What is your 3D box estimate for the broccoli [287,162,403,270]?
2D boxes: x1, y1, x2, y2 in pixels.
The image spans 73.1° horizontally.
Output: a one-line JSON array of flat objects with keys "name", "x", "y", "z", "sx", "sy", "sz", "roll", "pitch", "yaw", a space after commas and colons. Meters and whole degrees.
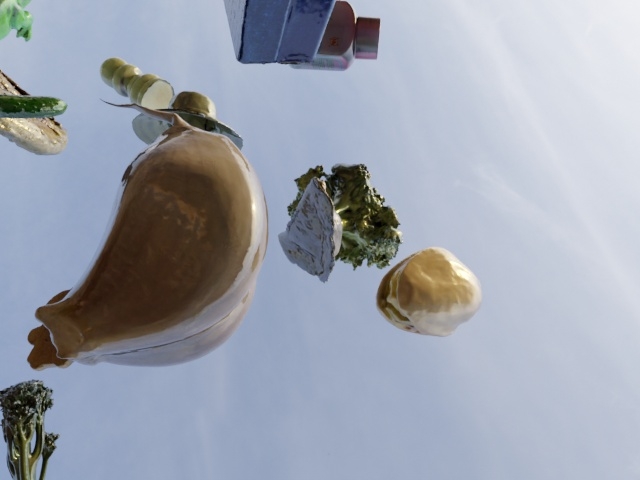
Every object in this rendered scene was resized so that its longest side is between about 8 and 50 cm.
[{"name": "broccoli", "x": 0.070, "y": -0.077, "z": 1.353, "sx": 0.317, "sy": 0.277, "sz": 0.339, "roll": 17, "pitch": -125, "yaw": -36}]

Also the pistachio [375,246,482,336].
[{"name": "pistachio", "x": 0.174, "y": 0.083, "z": 0.711, "sx": 0.200, "sy": 0.117, "sz": 0.145, "roll": 8, "pitch": -100, "yaw": -29}]

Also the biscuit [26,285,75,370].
[{"name": "biscuit", "x": -0.669, "y": 0.224, "z": 1.124, "sx": 0.165, "sy": 0.036, "sz": 0.226, "roll": -8, "pitch": -123, "yaw": 3}]

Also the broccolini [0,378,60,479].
[{"name": "broccolini", "x": -0.420, "y": 0.406, "z": 0.655, "sx": 0.073, "sy": 0.078, "sz": 0.393, "roll": -9, "pitch": -88, "yaw": -37}]

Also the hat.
[{"name": "hat", "x": -0.299, "y": -0.286, "z": 1.006, "sx": 0.251, "sy": 0.252, "sz": 0.110, "roll": 2, "pitch": -103, "yaw": 2}]

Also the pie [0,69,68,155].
[{"name": "pie", "x": -0.705, "y": -0.320, "z": 0.960, "sx": 0.077, "sy": 0.339, "sz": 0.339, "roll": -42, "pitch": -110, "yaw": -7}]

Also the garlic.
[{"name": "garlic", "x": -0.186, "y": 0.004, "z": 0.597, "sx": 0.245, "sy": 0.231, "sz": 0.341, "roll": 3, "pitch": -109, "yaw": 4}]

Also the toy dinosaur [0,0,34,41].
[{"name": "toy dinosaur", "x": -0.779, "y": -0.602, "z": 1.035, "sx": 0.500, "sy": 0.143, "sz": 0.375, "roll": -48, "pitch": -151, "yaw": 13}]

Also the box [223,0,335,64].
[{"name": "box", "x": -0.047, "y": -0.384, "z": 0.452, "sx": 0.116, "sy": 0.279, "sz": 0.262, "roll": -8, "pitch": -104, "yaw": -17}]

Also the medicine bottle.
[{"name": "medicine bottle", "x": 0.025, "y": -0.415, "z": 0.878, "sx": 0.187, "sy": 0.094, "sz": 0.119, "roll": 5, "pitch": -90, "yaw": 5}]

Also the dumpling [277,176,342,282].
[{"name": "dumpling", "x": 0.001, "y": -0.004, "z": 0.897, "sx": 0.086, "sy": 0.332, "sz": 0.166, "roll": -30, "pitch": -98, "yaw": -22}]

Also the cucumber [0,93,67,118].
[{"name": "cucumber", "x": -0.465, "y": -0.203, "z": 0.658, "sx": 0.155, "sy": 0.037, "sz": 0.037, "roll": -19, "pitch": -120, "yaw": -46}]

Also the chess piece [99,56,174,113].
[{"name": "chess piece", "x": -0.597, "y": -0.499, "z": 1.376, "sx": 0.243, "sy": 0.133, "sz": 0.133, "roll": 34, "pitch": -111, "yaw": 16}]
